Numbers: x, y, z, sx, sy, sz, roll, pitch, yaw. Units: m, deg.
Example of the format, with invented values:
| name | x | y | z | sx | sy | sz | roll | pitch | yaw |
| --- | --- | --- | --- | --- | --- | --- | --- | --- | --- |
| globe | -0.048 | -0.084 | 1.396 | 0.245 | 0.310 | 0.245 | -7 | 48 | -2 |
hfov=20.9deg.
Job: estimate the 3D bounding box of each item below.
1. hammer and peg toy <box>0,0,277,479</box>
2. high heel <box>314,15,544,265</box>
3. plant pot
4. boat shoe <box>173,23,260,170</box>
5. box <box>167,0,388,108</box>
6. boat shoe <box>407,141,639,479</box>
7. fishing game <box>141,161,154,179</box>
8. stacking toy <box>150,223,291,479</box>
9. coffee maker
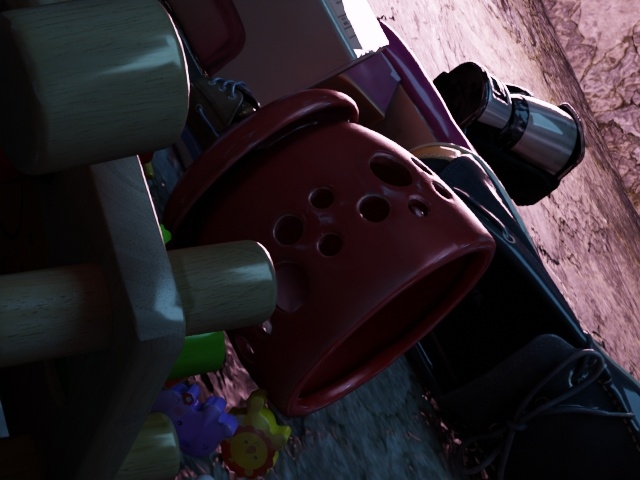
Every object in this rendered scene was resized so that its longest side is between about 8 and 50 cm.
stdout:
| name | x | y | z | sx | sy | sz | roll | pitch | yaw |
| --- | --- | --- | --- | --- | --- | --- | --- | --- | --- |
| hammer and peg toy | -0.117 | -0.043 | 0.775 | 0.361 | 0.127 | 0.266 | 120 | -44 | -55 |
| high heel | 0.134 | -0.075 | 1.801 | 0.377 | 0.127 | 0.181 | 53 | 31 | -18 |
| plant pot | 0.000 | 0.000 | 1.214 | 0.174 | 0.191 | 0.191 | 53 | 15 | 15 |
| boat shoe | -0.080 | -0.093 | 1.349 | 0.183 | 0.066 | 0.066 | 66 | 17 | 7 |
| box | -0.059 | -0.236 | 1.512 | 0.232 | 0.126 | 0.148 | 62 | 18 | -4 |
| boat shoe | 0.188 | 0.136 | 1.603 | 0.500 | 0.186 | 0.156 | 60 | 23 | 6 |
| fishing game | -0.189 | -0.144 | 1.170 | 0.264 | 0.041 | 0.189 | 42 | 24 | -47 |
| stacking toy | -0.105 | 0.077 | 1.082 | 0.221 | 0.052 | 0.167 | 59 | 16 | -6 |
| coffee maker | 0.194 | -0.110 | 2.034 | 0.178 | 0.171 | 0.120 | 21 | 19 | -35 |
